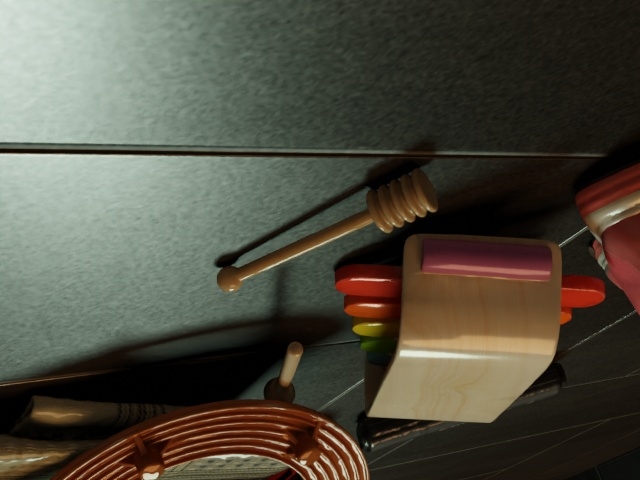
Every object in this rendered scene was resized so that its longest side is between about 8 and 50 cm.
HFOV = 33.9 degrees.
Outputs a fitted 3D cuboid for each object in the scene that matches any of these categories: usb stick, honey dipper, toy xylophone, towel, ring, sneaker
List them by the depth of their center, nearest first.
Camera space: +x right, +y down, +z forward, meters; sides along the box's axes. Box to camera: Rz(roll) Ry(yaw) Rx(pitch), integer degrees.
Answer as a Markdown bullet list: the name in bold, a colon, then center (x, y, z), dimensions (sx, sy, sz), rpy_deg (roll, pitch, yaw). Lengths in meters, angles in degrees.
- **honey dipper**: center (0.000, 0.000, 0.682), dimensions (0.160, 0.030, 0.030), rpy_deg (-26, 158, 22)
- **sneaker**: center (0.287, 0.034, 0.857), dimensions (0.116, 0.136, 0.314), rpy_deg (-25, 159, 19)
- **toy xylophone**: center (0.078, 0.086, 0.869), dimensions (0.236, 0.081, 0.323), rpy_deg (6, 158, -10)
- **ring**: center (-0.109, 0.269, 0.929), dimensions (0.336, 0.032, 0.337), rpy_deg (-14, 133, -16)
- **towel**: center (-0.202, 0.214, 0.981), dimensions (0.324, 0.056, 0.312), rpy_deg (4, 153, -30)
- **usb stick**: center (0.178, 0.213, 1.341), dimensions (0.278, 0.045, 0.077), rpy_deg (-15, 158, -10)

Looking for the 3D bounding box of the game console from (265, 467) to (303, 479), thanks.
- **game console**: center (-0.176, 0.362, 1.232), dimensions (0.342, 0.060, 0.386), rpy_deg (-32, 177, 38)
